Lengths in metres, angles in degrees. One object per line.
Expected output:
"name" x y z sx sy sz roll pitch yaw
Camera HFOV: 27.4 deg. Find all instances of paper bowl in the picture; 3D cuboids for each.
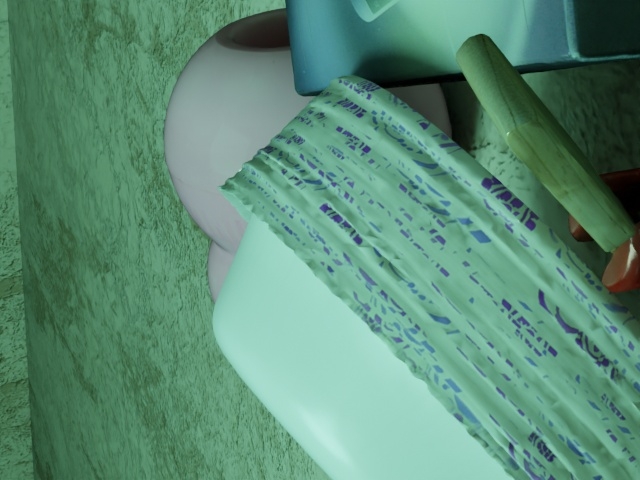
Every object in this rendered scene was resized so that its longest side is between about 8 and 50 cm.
"paper bowl" 0.057 0.064 0.674 0.284 0.148 0.284 47 177 4

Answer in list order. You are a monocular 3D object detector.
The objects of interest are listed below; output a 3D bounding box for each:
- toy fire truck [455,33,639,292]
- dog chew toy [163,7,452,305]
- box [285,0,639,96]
"toy fire truck" 0.173 0.008 0.478 0.217 0.246 0.158 -128 35 -50
"dog chew toy" 0.000 0.000 0.978 0.206 0.207 0.331 -139 37 -58
"box" 0.100 -0.232 0.655 0.294 0.183 0.296 -174 76 -66
